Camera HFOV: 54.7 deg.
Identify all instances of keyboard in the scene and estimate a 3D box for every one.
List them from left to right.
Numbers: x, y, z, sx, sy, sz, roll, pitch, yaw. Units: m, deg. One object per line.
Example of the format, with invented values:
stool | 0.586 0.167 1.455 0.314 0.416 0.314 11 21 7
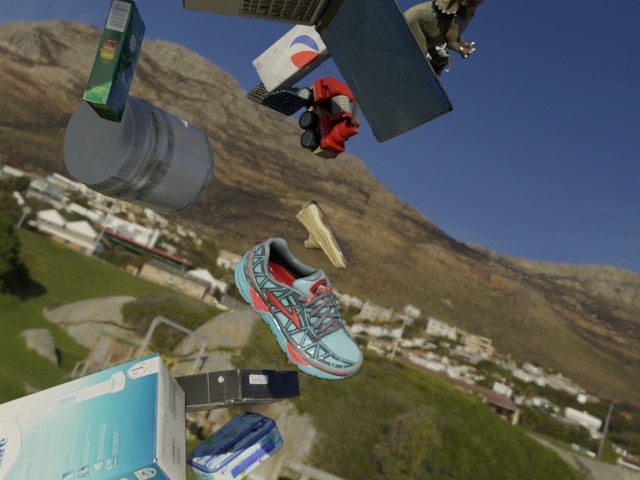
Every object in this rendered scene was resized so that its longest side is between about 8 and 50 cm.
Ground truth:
keyboard | -0.113 -0.408 1.735 0.180 0.108 0.023 30 -31 32

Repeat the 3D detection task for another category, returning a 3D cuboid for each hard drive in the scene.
hard drive | -0.242 0.306 1.232 0.339 0.064 0.237 -11 -17 22

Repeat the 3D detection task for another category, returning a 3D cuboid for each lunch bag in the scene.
lunch bag | -0.211 0.521 1.544 0.176 0.219 0.090 -5 -69 55

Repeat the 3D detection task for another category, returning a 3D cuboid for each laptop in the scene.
laptop | -0.034 -0.320 1.028 0.408 0.236 0.382 4 0 -11

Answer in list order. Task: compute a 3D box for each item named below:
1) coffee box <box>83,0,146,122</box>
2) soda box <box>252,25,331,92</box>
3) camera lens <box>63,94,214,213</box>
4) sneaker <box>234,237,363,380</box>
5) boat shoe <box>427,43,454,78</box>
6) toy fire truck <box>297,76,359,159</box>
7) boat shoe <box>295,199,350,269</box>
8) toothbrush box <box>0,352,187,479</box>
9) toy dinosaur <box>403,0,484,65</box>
coffee box | -0.347 -0.304 1.051 0.040 0.184 0.113 14 -5 -5
soda box | -0.027 -0.474 1.504 0.286 0.098 0.091 -28 -89 34
camera lens | -0.385 -0.185 1.358 0.219 0.219 0.274 14 -3 28
sneaker | -0.026 0.104 0.959 0.262 0.104 0.125 45 -47 7
boat shoe | 0.311 -0.492 1.685 0.095 0.254 0.079 17 17 -48
toy fire truck | 0.051 -0.373 1.738 0.246 0.217 0.158 -21 -25 37
boat shoe | 0.000 0.000 1.332 0.068 0.072 0.190 51 8 -49
toothbrush box | -0.369 0.333 0.969 0.295 0.216 0.126 -18 -52 -1
toy dinosaur | 0.233 -0.448 1.326 0.313 0.121 0.160 -19 -66 37
